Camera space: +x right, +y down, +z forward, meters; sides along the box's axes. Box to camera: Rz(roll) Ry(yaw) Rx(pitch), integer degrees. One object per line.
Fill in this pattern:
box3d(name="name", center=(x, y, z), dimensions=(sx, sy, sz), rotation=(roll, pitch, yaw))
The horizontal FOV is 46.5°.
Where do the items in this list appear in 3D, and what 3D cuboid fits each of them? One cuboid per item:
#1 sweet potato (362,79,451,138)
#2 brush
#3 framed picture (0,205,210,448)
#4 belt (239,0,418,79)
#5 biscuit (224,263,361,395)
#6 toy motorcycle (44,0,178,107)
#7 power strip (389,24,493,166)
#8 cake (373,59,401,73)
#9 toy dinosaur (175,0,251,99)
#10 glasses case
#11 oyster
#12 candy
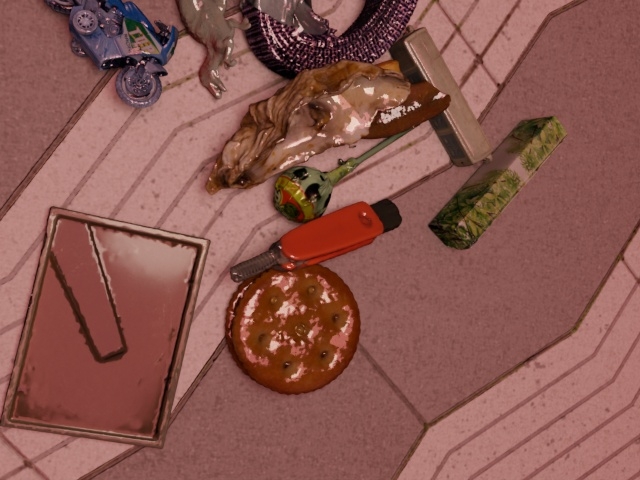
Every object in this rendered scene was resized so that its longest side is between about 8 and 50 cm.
box3d(name="sweet potato", center=(0.093, -0.203, 1.218), dimensions=(0.243, 0.077, 0.077), rotation=(-16, 97, 13))
box3d(name="brush", center=(0.000, 0.000, 1.181), dimensions=(0.323, 0.051, 0.070), rotation=(-23, 75, -29))
box3d(name="framed picture", center=(-0.324, 0.137, 1.138), dimensions=(0.247, 0.022, 0.335), rotation=(13, 88, -17))
box3d(name="belt", center=(0.017, -0.402, 1.182), dimensions=(0.260, 0.122, 0.325), rotation=(40, 83, -21))
box3d(name="biscuit", center=(-0.043, 0.140, 1.204), dimensions=(0.220, 0.066, 0.221), rotation=(0, 91, -19))
box3d(name="toy motorcycle", center=(-0.300, -0.320, 1.101), dimensions=(0.135, 0.092, 0.254), rotation=(-39, 93, -22))
box3d(name="power strip", center=(0.205, -0.238, 1.263), dimensions=(0.052, 0.078, 0.272), rotation=(-34, 101, -12))
box3d(name="cake", center=(0.094, -0.268, 1.227), dimensions=(0.084, 0.084, 0.044), rotation=(-23, 100, -15))
box3d(name="toy dinosaur", center=(-0.194, -0.360, 1.148), dimensions=(0.242, 0.167, 0.053), rotation=(47, 34, 8))
box3d(name="glasses case", center=(0.311, -0.100, 1.291), dimensions=(0.272, 0.095, 0.062), rotation=(-47, 108, -10))
box3d(name="oyster", center=(-0.032, -0.183, 1.137), dimensions=(0.341, 0.166, 0.110), rotation=(-31, 67, 14))
box3d(name="candy", center=(0.052, -0.131, 1.228), dimensions=(0.305, 0.083, 0.091), rotation=(-35, 131, -21))
